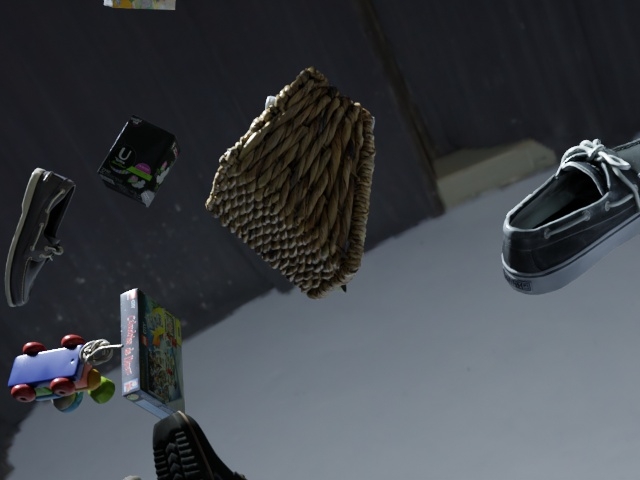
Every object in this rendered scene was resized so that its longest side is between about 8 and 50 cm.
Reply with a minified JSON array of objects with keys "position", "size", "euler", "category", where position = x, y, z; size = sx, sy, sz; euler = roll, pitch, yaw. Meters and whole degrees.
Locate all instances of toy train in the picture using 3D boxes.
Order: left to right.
[{"position":[-0.410,0.242,1.806],"size":[0.248,0.143,0.105],"euler":[-12,52,24],"category":"toy train"}]

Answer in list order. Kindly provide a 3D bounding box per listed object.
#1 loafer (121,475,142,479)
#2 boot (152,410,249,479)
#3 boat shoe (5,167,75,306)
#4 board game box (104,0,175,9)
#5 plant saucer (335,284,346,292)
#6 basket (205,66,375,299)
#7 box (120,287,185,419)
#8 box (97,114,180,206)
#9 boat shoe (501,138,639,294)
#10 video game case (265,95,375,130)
[{"position":[-0.193,0.336,1.087],"size":[0.102,0.268,0.092],"euler":[-36,68,-19],"category":"loafer"},{"position":[-0.070,0.244,0.993],"size":[0.137,0.198,0.077],"euler":[-18,-8,-43],"category":"boot"},{"position":[-0.408,0.001,1.492],"size":[0.065,0.206,0.075],"euler":[13,-1,-1],"category":"boat shoe"},{"position":[-0.250,-0.406,1.442],"size":[0.103,0.154,0.026],"euler":[-9,23,-40],"category":"board game box"},{"position":[0.000,0.000,2.127],"size":[0.037,0.241,0.241],"euler":[-18,29,7],"category":"plant saucer"},{"position":[-0.001,-0.075,1.385],"size":[0.213,0.223,0.299],"euler":[-49,0,-15],"category":"basket"},{"position":[-0.339,0.233,2.069],"size":[0.044,0.159,0.233],"euler":[-22,53,18],"category":"box"},{"position":[-0.214,-0.094,1.215],"size":[0.062,0.052,0.083],"euler":[27,74,6],"category":"box"},{"position":[0.319,-0.061,1.194],"size":[0.306,0.105,0.113],"euler":[-32,37,-23],"category":"boat shoe"},{"position":[-0.010,-0.150,1.677],"size":[0.173,0.190,0.022],"euler":[11,54,0],"category":"video game case"}]
